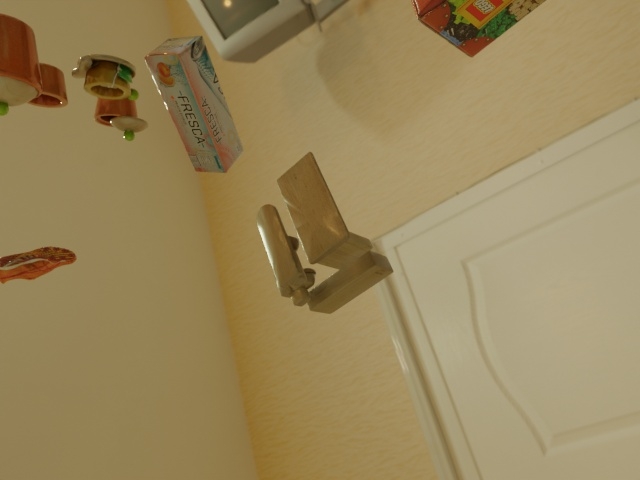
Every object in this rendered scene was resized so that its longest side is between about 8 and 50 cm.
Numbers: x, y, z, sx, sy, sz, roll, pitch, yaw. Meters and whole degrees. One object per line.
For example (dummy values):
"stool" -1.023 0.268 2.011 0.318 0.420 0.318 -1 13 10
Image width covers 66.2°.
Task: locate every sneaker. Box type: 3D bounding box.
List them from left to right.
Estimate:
"sneaker" -0.689 0.060 1.195 0.175 0.067 0.064 -11 -140 -22

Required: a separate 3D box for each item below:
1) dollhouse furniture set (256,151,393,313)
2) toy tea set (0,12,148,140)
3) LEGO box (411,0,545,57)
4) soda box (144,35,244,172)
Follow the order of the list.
"dollhouse furniture set" 0.000 0.000 0.629 0.151 0.144 0.123 19 -140 -51
"toy tea set" -0.404 -0.218 0.754 0.336 0.200 0.124 5 -98 -51
"LEGO box" 0.328 -0.693 0.957 0.193 0.372 0.499 12 -122 -39
"soda box" -0.171 -0.185 0.691 0.183 0.058 0.063 75 -150 -42
